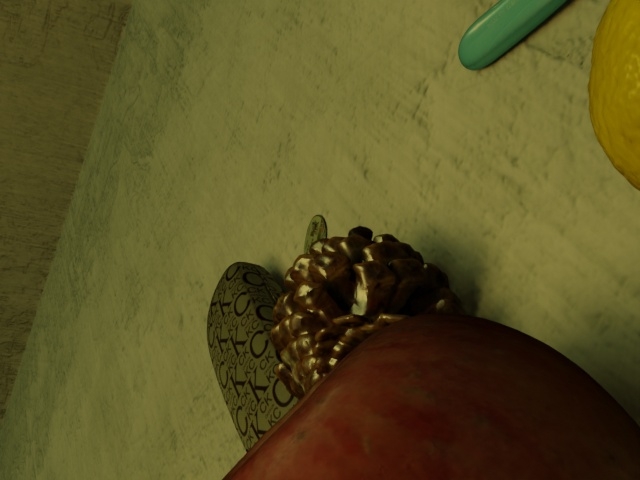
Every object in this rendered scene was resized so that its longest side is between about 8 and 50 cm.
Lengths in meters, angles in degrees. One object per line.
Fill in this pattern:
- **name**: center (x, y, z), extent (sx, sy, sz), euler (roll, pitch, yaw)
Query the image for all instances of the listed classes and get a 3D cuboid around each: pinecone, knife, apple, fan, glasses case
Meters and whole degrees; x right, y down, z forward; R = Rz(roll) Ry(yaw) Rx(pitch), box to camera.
- **pinecone**: center (0.038, 0.077, 0.718), extent (0.185, 0.169, 0.212), euler (-60, 33, 33)
- **knife**: center (0.196, -0.225, 0.698), extent (0.222, 0.031, 0.064), euler (-41, 49, 52)
- **apple**: center (0.066, 0.207, 0.468), extent (0.269, 0.345, 0.345), euler (46, 132, 5)
- **fan**: center (-0.002, -0.007, 0.992), extent (0.080, 0.003, 0.060), euler (-32, 53, 53)
- **glasses case**: center (-0.067, 0.153, 0.962), extent (0.137, 0.085, 0.354), euler (-67, 31, 21)

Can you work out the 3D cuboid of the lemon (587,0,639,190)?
- **lemon**: center (0.243, -0.088, 0.414), extent (0.203, 0.178, 0.178), euler (28, 104, 48)
